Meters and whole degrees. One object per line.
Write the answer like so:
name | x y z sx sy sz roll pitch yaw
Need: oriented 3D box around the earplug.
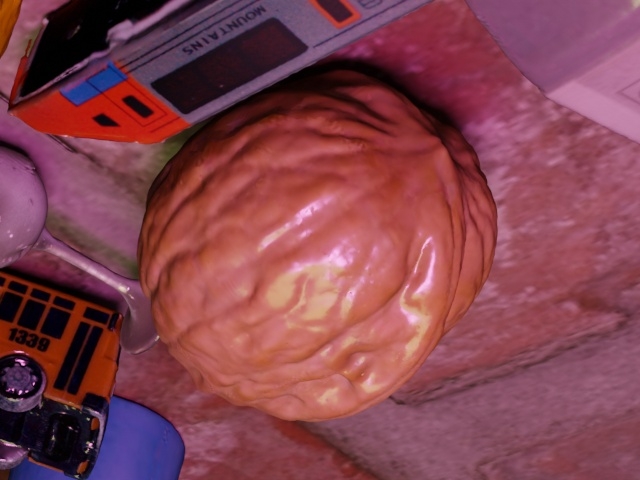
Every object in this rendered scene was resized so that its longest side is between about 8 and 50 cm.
earplug | -0.189 0.260 1.189 0.132 0.273 0.132 6 141 5

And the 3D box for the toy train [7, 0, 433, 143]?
toy train | 0.006 -0.147 0.819 0.409 0.086 0.089 -25 131 34

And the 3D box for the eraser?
eraser | 0.211 -0.080 0.825 0.352 0.061 0.089 18 144 -40

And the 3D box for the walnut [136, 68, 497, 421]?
walnut | 0.000 0.000 0.921 0.213 0.213 0.213 5 140 5

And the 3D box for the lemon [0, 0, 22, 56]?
lemon | -0.312 -0.145 0.687 0.387 0.350 0.350 -19 133 20

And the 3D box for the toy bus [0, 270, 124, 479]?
toy bus | -0.234 0.078 1.108 0.201 0.114 0.098 19 139 -3

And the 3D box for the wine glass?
wine glass | -0.181 -0.004 1.029 0.195 0.079 0.079 32 135 -27
